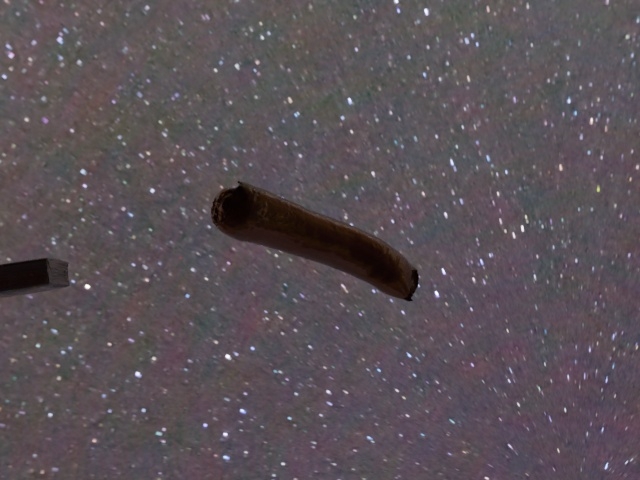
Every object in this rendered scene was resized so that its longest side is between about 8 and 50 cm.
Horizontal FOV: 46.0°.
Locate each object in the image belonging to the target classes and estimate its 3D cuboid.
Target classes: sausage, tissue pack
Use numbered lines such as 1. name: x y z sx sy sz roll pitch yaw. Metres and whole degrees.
1. sausage: -0.001 0.001 0.574 0.040 0.177 0.047 -60 -152 16
2. tissue pack: -0.600 0.077 1.519 0.155 0.115 0.065 -10 -97 2
